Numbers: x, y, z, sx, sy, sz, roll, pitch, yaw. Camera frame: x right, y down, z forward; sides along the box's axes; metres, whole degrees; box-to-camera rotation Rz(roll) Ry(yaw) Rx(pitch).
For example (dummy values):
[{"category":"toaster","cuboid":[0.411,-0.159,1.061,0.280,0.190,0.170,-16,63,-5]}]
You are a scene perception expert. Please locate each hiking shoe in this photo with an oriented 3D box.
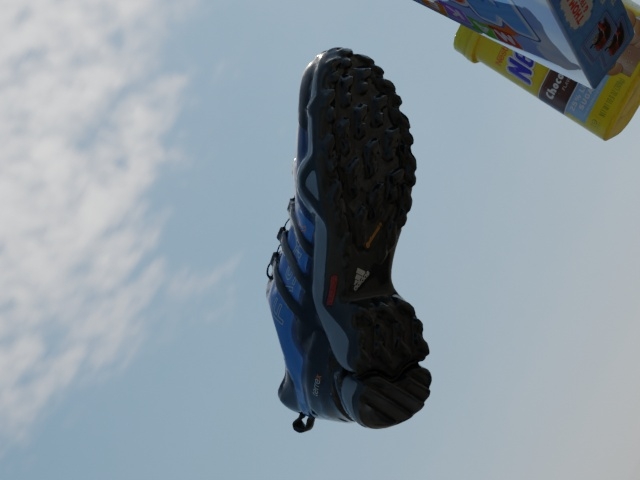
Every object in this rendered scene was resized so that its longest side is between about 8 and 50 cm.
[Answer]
[{"category":"hiking shoe","cuboid":[0.000,0.000,1.131,0.113,0.132,0.304,4,-99,-45]}]

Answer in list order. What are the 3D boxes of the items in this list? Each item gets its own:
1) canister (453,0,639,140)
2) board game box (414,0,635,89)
[{"category":"canister","cuboid":[0.222,-0.184,1.289,0.073,0.170,0.126,-25,-34,-54]},{"category":"board game box","cuboid":[0.035,-0.153,0.583,0.039,0.160,0.211,-55,-31,-4]}]
